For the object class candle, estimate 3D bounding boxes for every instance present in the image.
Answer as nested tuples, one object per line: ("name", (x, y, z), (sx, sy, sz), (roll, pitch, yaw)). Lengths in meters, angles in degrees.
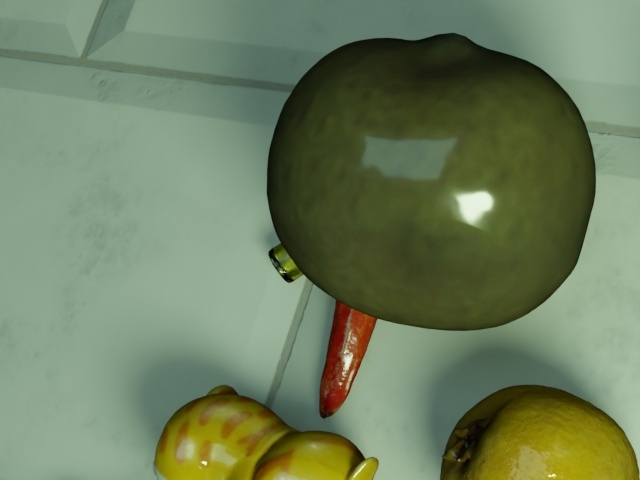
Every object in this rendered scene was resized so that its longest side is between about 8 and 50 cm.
("candle", (0.000, 0.000, 1.663), (0.130, 0.052, 0.052), (-34, 58, 11))

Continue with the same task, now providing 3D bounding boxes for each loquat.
("loquat", (0.221, 0.246, 1.361), (0.208, 0.208, 0.208), (-10, 66, 24))

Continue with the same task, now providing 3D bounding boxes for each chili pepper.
("chili pepper", (0.040, 0.082, 1.603), (0.063, 0.071, 0.272), (11, 78, -10))

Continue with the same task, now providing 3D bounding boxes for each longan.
("longan", (0.118, -0.068, 1.452), (0.361, 0.361, 0.361), (-10, 66, 24))

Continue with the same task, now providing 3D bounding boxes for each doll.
("doll", (-0.062, 0.270, 1.514), (0.269, 0.167, 0.162), (24, 69, 30))
